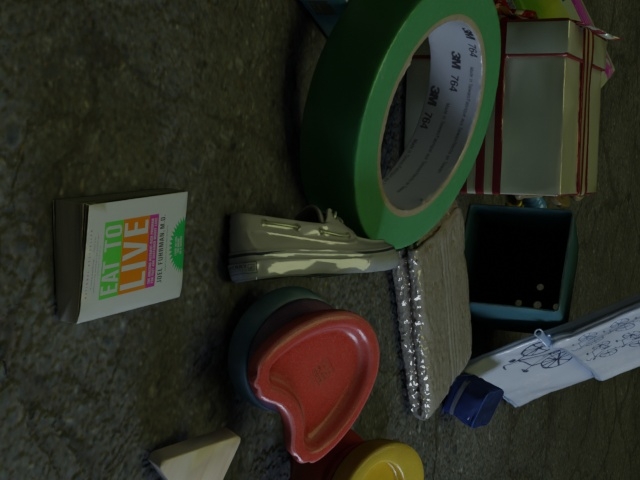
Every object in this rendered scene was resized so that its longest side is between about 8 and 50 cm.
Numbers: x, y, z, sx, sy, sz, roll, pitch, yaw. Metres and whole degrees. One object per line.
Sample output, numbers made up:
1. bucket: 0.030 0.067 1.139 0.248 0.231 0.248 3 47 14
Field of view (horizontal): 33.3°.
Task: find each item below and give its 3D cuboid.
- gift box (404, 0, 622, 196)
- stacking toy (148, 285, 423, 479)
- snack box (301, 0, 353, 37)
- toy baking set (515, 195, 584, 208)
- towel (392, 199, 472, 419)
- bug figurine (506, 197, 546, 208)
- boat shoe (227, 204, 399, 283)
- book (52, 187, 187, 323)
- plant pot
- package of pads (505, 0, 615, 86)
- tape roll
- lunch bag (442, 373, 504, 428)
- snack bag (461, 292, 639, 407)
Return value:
1. gift box: 0.275 -0.192 1.465 0.255 0.276 0.258 -10 101 -68
2. stacking toy: -0.055 0.214 1.093 0.279 0.130 0.309 -33 123 -27
3. snack box: 0.066 -0.376 1.246 0.187 0.060 0.322 41 57 -60
4. toy baking set: 0.328 -0.144 1.703 0.197 0.030 0.256 23 44 -22
5. towel: 0.159 0.092 1.512 0.187 0.049 0.282 -42 131 -53
6. bug figurine: 0.371 -0.179 1.869 0.216 0.072 0.279 40 59 -58
7. boat shoe: 0.000 0.000 1.105 0.226 0.083 0.076 -2 85 -49
8. book: -0.162 0.010 0.883 0.144 0.035 0.096 -15 111 -64
9. plant pot: 0.334 0.067 1.734 0.234 0.166 0.165 47 52 -59
10. package of pads: 0.360 -0.311 1.723 0.229 0.101 0.296 62 35 -9
11. tape roll: 0.099 -0.151 1.233 0.321 0.077 0.321 -39 141 -41
12. lunch bag: 0.234 0.245 1.659 0.098 0.065 0.067 11 106 -62
13. snack bag: 0.420 0.190 1.750 0.323 0.342 0.037 34 37 -58
